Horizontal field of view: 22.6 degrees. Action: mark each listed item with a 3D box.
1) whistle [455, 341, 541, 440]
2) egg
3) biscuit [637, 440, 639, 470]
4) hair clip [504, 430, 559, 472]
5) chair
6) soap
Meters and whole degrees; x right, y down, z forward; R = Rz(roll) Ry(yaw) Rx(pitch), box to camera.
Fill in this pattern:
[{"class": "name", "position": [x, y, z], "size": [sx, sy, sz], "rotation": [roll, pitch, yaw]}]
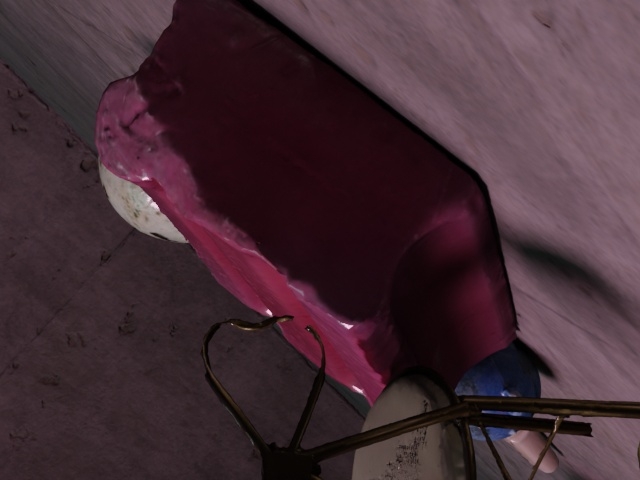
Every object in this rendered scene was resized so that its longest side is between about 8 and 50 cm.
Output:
[{"class": "whistle", "position": [0.126, 0.113, 1.279], "size": [0.090, 0.090, 0.158], "rotation": [44, 173, -18]}, {"class": "egg", "position": [-0.113, -0.057, 1.370], "size": [0.164, 0.131, 0.131], "rotation": [34, 180, -42]}, {"class": "biscuit", "position": [0.180, 0.161, 0.761], "size": [0.038, 0.099, 0.322], "rotation": [0, 155, 20]}, {"class": "hair clip", "position": [0.161, 0.156, 1.569], "size": [0.226, 0.034, 0.072], "rotation": [42, 173, -12]}, {"class": "chair", "position": [0.058, 0.142, 0.905], "size": [0.326, 0.159, 0.170], "rotation": [8, 167, -24]}, {"class": "soap", "position": [0.000, 0.000, 1.080], "size": [0.233, 0.128, 0.359], "rotation": [38, 173, 18]}]
